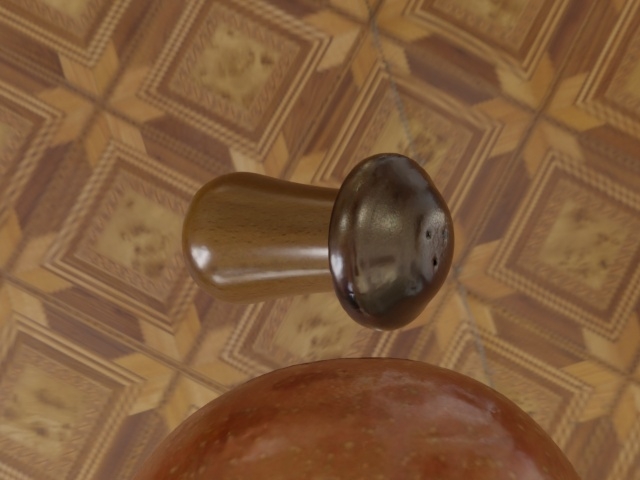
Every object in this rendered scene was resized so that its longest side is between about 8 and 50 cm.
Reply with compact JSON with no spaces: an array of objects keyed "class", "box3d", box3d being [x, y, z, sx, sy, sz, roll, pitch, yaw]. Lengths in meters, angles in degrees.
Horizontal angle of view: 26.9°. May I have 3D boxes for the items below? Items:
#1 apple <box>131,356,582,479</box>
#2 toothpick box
[{"class":"apple","box3d":[0.010,0.144,0.455,0.201,0.162,0.201,3,98,18]},{"class":"toothpick box","box3d":[0.000,0.000,1.470,0.294,0.192,0.192,1,82,32]}]
